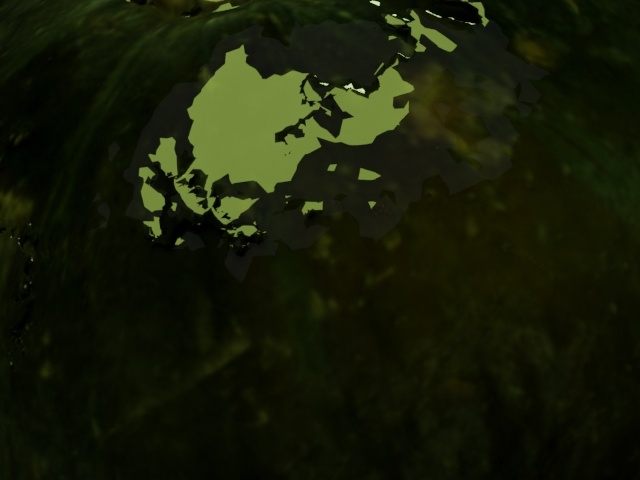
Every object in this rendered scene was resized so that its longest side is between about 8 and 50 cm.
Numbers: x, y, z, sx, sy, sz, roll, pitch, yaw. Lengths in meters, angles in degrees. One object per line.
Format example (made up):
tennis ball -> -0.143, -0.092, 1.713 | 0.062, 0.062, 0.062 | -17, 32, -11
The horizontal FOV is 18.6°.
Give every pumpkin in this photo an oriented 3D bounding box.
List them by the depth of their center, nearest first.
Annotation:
pumpkin -> 0.000, 0.000, 0.947 | 0.454, 0.344, 0.454 | -19, 29, 11
